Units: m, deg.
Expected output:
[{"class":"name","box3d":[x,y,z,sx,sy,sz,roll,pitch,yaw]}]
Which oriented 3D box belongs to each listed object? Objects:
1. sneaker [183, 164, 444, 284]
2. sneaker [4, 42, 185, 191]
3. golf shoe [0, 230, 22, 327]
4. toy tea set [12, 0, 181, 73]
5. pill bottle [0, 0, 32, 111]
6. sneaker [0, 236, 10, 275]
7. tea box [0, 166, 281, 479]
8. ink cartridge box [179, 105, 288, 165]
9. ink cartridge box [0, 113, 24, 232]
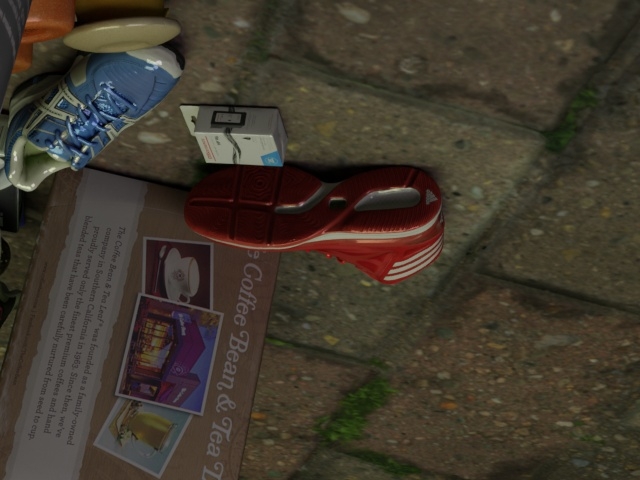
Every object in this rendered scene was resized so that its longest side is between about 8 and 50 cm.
[{"class":"sneaker","box3d":[0.000,0.000,1.540,0.221,0.087,0.128,3,150,14]},{"class":"sneaker","box3d":[-0.179,-0.100,1.416,0.080,0.081,0.211,29,145,-28]},{"class":"golf shoe","box3d":[-0.345,-0.009,1.537,0.105,0.120,0.273,22,141,35]},{"class":"toy tea set","box3d":[-0.273,-0.187,1.295,0.336,0.124,0.200,-8,177,23]},{"class":"pill bottle","box3d":[-0.254,-0.184,0.985,0.210,0.363,0.210,7,152,4]},{"class":"sneaker","box3d":[-0.376,0.008,1.625,0.188,0.066,0.071,9,-170,-43]},{"class":"tea box","box3d":[-0.182,0.159,1.633,0.220,0.329,0.323,14,150,-6]},{"class":"ink cartridge box","box3d":[-0.073,-0.085,1.463,0.083,0.028,0.048,3,151,13]},{"class":"ink cartridge box","box3d":[-0.364,-0.062,1.584,0.206,0.045,0.208,11,154,-3]}]
